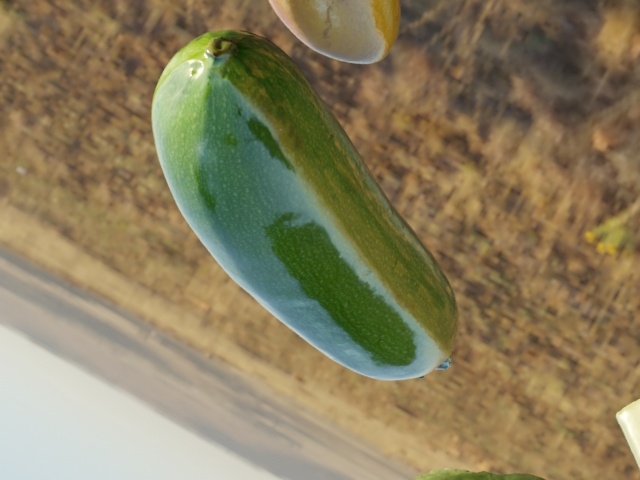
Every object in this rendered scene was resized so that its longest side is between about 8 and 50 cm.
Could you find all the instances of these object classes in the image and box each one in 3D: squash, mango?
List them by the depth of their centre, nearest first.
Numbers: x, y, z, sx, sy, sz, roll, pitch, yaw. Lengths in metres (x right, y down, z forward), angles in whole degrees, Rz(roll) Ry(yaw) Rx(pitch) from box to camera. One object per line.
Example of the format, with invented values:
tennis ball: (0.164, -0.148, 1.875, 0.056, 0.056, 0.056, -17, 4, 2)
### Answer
squash: (0.000, 0.000, 0.797, 0.107, 0.107, 0.395, 24, 166, 33)
mango: (0.015, -0.277, 1.391, 0.219, 0.145, 0.112, 60, 174, -30)

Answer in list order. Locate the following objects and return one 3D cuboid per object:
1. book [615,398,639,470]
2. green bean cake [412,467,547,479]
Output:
book: (0.229, 0.191, 0.576, 0.264, 0.027, 0.202, 34, -150, -46)
green bean cake: (0.117, 0.271, 0.858, 0.223, 0.227, 0.125, 22, 160, 11)
